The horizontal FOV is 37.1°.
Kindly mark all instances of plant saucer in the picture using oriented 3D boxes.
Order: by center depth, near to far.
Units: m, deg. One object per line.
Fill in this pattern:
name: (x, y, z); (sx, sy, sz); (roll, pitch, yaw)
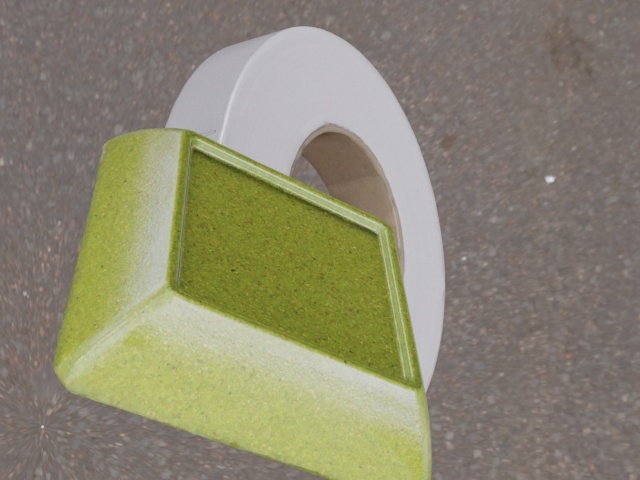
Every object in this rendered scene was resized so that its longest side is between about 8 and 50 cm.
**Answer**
plant saucer: (-0.023, 0.021, 0.475); (0.188, 0.045, 0.188); (24, 33, -21)

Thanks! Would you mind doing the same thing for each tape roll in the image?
tape roll: (0.000, 0.000, 0.881); (0.392, 0.072, 0.392); (20, 66, -54)
